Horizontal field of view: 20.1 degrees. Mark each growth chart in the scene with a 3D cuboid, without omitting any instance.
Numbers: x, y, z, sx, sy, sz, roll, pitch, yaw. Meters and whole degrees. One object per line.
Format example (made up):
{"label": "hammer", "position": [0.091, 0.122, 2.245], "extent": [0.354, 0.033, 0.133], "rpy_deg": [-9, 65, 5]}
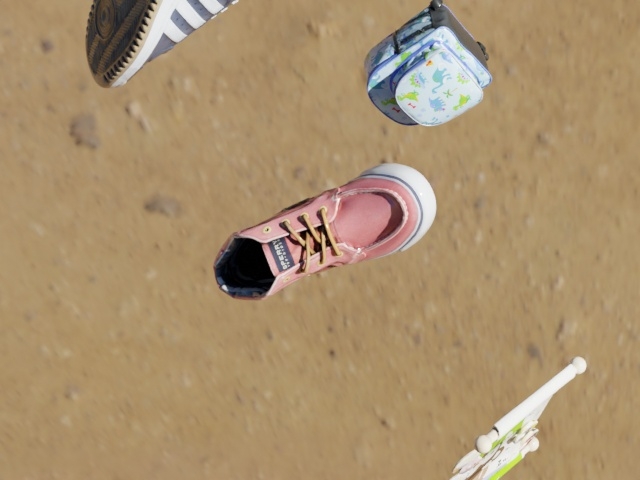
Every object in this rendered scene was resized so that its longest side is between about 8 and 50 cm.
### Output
{"label": "growth chart", "position": [0.170, 0.195, 1.698], "extent": [0.172, 0.237, 0.021], "rpy_deg": [-38, 73, -25]}

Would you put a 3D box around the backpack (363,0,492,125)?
{"label": "backpack", "position": [0.104, -0.169, 1.837], "extent": [0.114, 0.105, 0.084], "rpy_deg": [-30, 39, 22]}

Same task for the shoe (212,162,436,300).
{"label": "shoe", "position": [0.000, 0.000, 1.279], "extent": [0.081, 0.178, 0.063], "rpy_deg": [-30, 98, -41]}

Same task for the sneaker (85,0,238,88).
{"label": "sneaker", "position": [-0.113, -0.246, 1.749], "extent": [0.153, 0.282, 0.099], "rpy_deg": [-1, 54, -36]}
